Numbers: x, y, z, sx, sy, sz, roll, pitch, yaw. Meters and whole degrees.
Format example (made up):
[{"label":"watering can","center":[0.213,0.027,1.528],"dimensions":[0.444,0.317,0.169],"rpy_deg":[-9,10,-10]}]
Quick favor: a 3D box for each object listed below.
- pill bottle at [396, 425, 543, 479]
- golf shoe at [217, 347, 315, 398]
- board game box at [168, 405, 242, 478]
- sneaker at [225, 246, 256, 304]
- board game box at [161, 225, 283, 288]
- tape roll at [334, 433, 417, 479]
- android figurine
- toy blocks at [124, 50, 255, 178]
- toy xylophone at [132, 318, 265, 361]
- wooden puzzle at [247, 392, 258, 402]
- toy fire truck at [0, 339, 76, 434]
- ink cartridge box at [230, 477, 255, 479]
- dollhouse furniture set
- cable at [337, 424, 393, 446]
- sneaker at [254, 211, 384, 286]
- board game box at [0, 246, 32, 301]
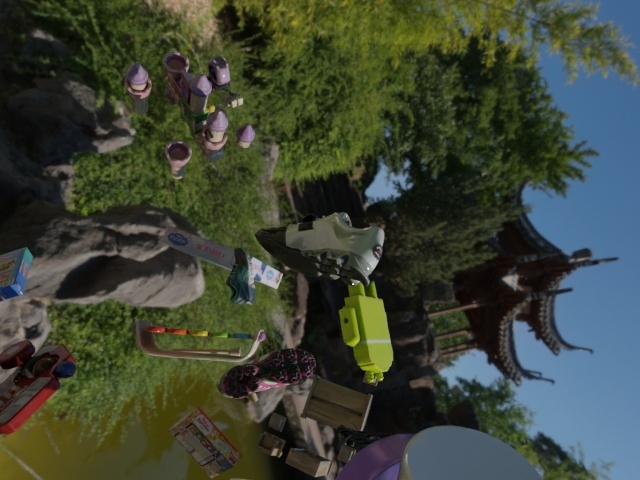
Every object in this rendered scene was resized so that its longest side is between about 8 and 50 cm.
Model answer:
[{"label":"pill bottle","center":[0.125,0.348,0.494],"dimensions":[0.160,0.161,0.282],"rpy_deg":[-97,-167,-71]},{"label":"golf shoe","center":[-0.101,0.244,0.904],"dimensions":[0.086,0.186,0.067],"rpy_deg":[-35,-115,62]},{"label":"board game box","center":[-0.339,0.593,1.411],"dimensions":[0.193,0.147,0.045],"rpy_deg":[48,37,0]},{"label":"sneaker","center":[-0.227,0.101,1.335],"dimensions":[0.065,0.076,0.166],"rpy_deg":[-8,-89,58]},{"label":"board game box","center":[-0.322,0.063,1.646],"dimensions":[0.318,0.318,0.065],"rpy_deg":[47,64,-72]},{"label":"tape roll","center":[0.146,0.457,0.762],"dimensions":[0.090,0.275,0.274],"rpy_deg":[168,-92,-75]},{"label":"android figurine","center":[0.129,0.240,1.300],"dimensions":[0.248,0.056,0.272],"rpy_deg":[17,61,-60]},{"label":"toy blocks","center":[-0.315,-0.374,1.269],"dimensions":[0.288,0.309,0.260],"rpy_deg":[58,-25,8]},{"label":"toy xylophone","center":[-0.303,0.255,1.227],"dimensions":[0.236,0.323,0.081],"rpy_deg":[137,-41,-75]},{"label":"wooden puzzle","center":[-0.205,0.412,1.333],"dimensions":[0.014,0.079,0.116],"rpy_deg":[-52,165,-29]},{"label":"toy fire truck","center":[-0.828,0.412,1.369],"dimensions":[0.302,0.254,0.169],"rpy_deg":[-54,132,-52]},{"label":"ink cartridge box","center":[-0.134,0.785,1.258],"dimensions":[0.197,0.198,0.269],"rpy_deg":[47,43,-45]},{"label":"dollhouse furniture set","center":[0.005,0.561,1.580],"dimensions":[0.173,0.304,0.355],"rpy_deg":[63,46,-63]},{"label":"cable","center":[0.122,0.538,1.331],"dimensions":[0.184,0.151,0.047],"rpy_deg":[104,-11,-73]},{"label":"sneaker","center":[0.000,0.000,1.094],"dimensions":[0.146,0.331,0.122],"rpy_deg":[-59,141,-23]},{"label":"board game box","center":[-1.010,0.118,1.518],"dimensions":[0.210,0.160,0.047],"rpy_deg":[-120,-167,-52]}]
